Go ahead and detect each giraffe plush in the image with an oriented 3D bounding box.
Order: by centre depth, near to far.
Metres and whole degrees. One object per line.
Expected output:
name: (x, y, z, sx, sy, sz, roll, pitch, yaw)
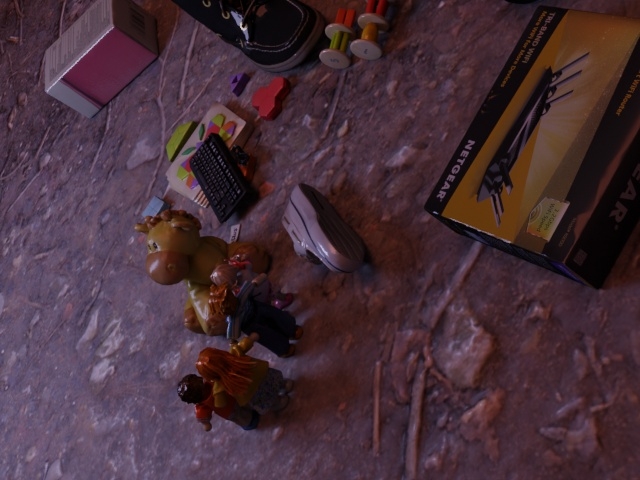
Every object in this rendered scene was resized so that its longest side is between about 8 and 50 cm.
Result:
giraffe plush: (-0.197, 0.027, 1.568, 0.181, 0.170, 0.210, -32, 45, 29)

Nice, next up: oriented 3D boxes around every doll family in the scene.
doll family: (-0.103, 0.136, 1.400, 0.118, 0.163, 0.263, -8, 60, 44)

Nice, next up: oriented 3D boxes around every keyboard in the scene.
keyboard: (-0.166, -0.119, 1.716, 0.108, 0.023, 0.180, -45, 46, 13)

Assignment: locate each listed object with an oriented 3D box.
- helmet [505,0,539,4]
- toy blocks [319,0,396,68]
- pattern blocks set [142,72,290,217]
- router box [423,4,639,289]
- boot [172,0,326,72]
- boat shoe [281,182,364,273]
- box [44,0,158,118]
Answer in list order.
helmet: (0.270, -0.422, 1.380, 0.169, 0.161, 0.170, -26, 48, 33)
toy blocks: (0.064, -0.362, 1.644, 0.123, 0.054, 0.148, -7, 61, 44)
pattern blocks set: (-0.199, -0.157, 1.809, 0.285, 0.026, 0.325, 15, 77, 50)
router box: (0.296, -0.122, 1.217, 0.243, 0.081, 0.309, 25, 85, 51)
boot: (-0.179, -0.440, 1.768, 0.138, 0.284, 0.377, -55, 38, 4)
boat shoe: (0.000, 0.000, 1.465, 0.076, 0.083, 0.226, -59, 26, 18)
box: (-0.474, -0.404, 2.184, 0.232, 0.126, 0.149, -36, 44, 25)
